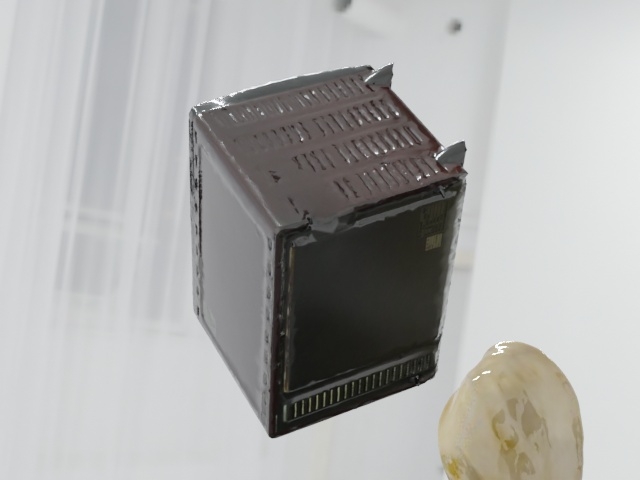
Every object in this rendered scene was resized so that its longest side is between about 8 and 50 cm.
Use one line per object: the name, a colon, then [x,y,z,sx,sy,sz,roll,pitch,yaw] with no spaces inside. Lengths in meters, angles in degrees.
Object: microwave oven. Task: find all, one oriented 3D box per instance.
microwave oven: [-0.001,0.001,1.121,0.178,0.247,0.188,-15,44,-20]

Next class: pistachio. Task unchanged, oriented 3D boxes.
pistachio: [0.295,0.311,2.095,0.230,0.309,0.230,-13,-7,-2]
